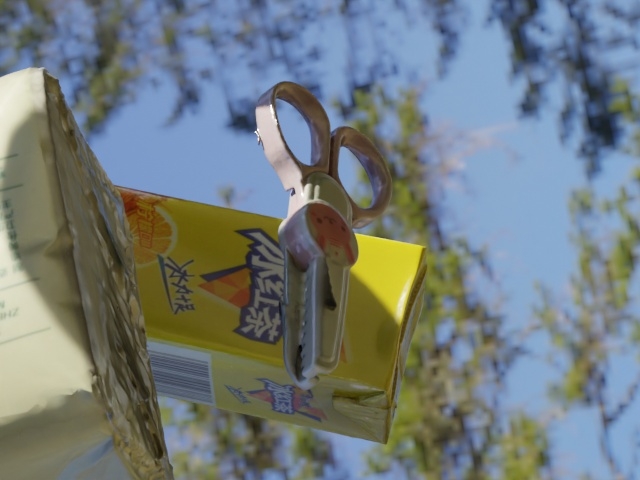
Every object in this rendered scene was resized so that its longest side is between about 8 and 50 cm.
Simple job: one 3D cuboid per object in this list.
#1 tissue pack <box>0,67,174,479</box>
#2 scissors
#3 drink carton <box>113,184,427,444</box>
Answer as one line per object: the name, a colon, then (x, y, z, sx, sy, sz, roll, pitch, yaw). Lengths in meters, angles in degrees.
tissue pack: (-0.303, 0.093, 1.299, 0.207, 0.380, 0.297, 64, -170, -56)
scissors: (0.000, 0.000, 1.285, 0.118, 0.030, 0.242, 36, -143, -29)
drink carton: (-0.093, 0.056, 1.717, 0.111, 0.351, 0.154, 87, -163, -57)
